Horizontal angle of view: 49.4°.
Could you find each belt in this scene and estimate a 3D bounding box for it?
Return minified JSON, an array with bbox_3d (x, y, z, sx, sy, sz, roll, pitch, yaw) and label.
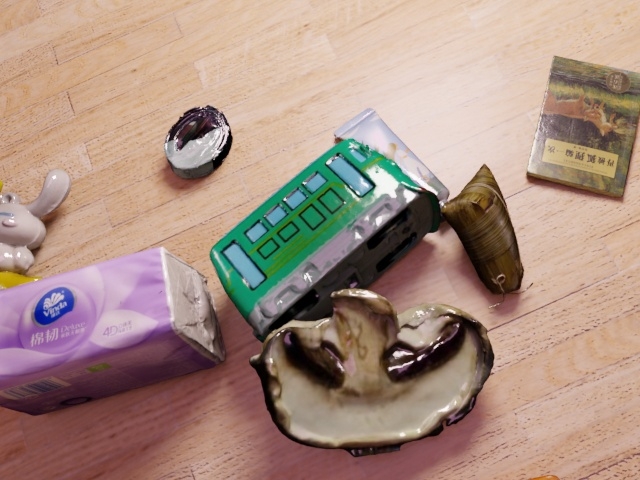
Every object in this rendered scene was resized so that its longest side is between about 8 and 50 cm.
[{"bbox_3d":[-0.217,-0.174,1.244,0.105,0.058,0.140,38,78,11],"label":"belt"}]

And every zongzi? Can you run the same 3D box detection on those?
[{"bbox_3d":[0.283,-0.016,1.125,0.084,0.184,0.187,-20,105,33],"label":"zongzi"}]

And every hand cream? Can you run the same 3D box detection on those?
[{"bbox_3d":[0.131,-0.127,1.186,0.088,0.055,0.256,-38,65,-9],"label":"hand cream"}]

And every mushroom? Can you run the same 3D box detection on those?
[{"bbox_3d":[0.070,0.180,1.015,0.344,0.130,0.248,-14,100,-15],"label":"mushroom"}]

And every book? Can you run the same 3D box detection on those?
[{"bbox_3d":[0.447,-0.194,1.168,0.160,0.024,0.229,15,75,10],"label":"book"}]

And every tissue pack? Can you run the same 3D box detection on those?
[{"bbox_3d":[-0.339,0.142,1.066,0.338,0.242,0.160,-16,68,3],"label":"tissue pack"}]

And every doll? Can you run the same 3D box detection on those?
[{"bbox_3d":[-0.561,-0.003,1.213,0.251,0.111,0.238,-5,71,16],"label":"doll"}]

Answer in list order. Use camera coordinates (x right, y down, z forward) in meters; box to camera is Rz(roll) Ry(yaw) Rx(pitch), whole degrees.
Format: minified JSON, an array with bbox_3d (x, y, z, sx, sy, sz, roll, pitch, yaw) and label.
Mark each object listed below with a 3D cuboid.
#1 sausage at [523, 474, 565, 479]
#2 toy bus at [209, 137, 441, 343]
[{"bbox_3d":[0.304,0.363,1.011,0.107,0.031,0.031,-13,71,3],"label":"sausage"},{"bbox_3d":[0.000,0.000,1.093,0.343,0.183,0.199,-40,65,-6],"label":"toy bus"}]
